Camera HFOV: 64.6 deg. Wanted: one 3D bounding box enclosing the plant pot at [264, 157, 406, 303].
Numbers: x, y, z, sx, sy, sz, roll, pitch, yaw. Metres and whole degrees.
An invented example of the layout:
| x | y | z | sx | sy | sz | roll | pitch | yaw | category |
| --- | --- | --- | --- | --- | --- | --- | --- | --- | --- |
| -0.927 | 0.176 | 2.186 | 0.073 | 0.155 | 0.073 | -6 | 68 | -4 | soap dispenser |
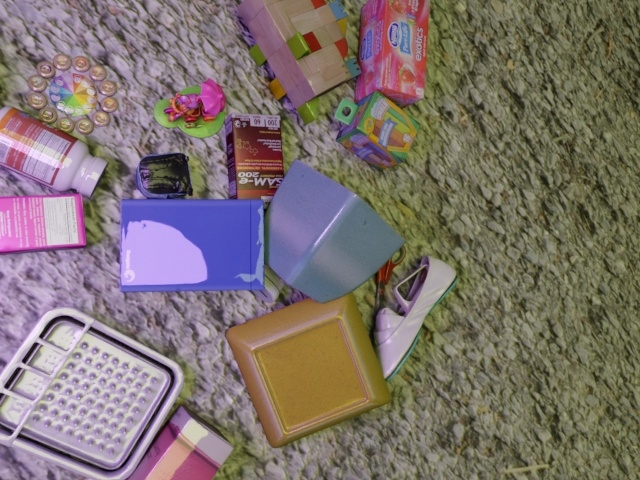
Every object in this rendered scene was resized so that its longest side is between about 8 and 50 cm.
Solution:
| x | y | z | sx | sy | sz | roll | pitch | yaw | category |
| --- | --- | --- | --- | --- | --- | --- | --- | --- | --- |
| 0.000 | 0.000 | 1.221 | 0.252 | 0.248 | 0.247 | -53 | 135 | 1 | plant pot |

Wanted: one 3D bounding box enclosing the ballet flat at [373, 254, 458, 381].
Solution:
| x | y | z | sx | sy | sz | roll | pitch | yaw | category |
| --- | --- | --- | --- | --- | --- | --- | --- | --- | --- |
| 0.233 | 0.199 | 1.404 | 0.139 | 0.139 | 0.400 | 46 | 66 | -15 | ballet flat |

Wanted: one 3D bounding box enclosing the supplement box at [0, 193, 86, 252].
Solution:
| x | y | z | sx | sy | sz | roll | pitch | yaw | category |
| --- | --- | --- | --- | --- | --- | --- | --- | --- | --- |
| -0.602 | -0.030 | 1.035 | 0.220 | 0.111 | 0.113 | -4 | 87 | -26 | supplement box |

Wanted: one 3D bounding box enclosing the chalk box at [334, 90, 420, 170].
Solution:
| x | y | z | sx | sy | sz | roll | pitch | yaw | category |
| --- | --- | --- | --- | --- | --- | --- | --- | --- | --- |
| 0.139 | -0.311 | 1.390 | 0.213 | 0.132 | 0.132 | 30 | 74 | -20 | chalk box |

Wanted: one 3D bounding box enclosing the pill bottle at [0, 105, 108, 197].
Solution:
| x | y | z | sx | sy | sz | roll | pitch | yaw | category |
| --- | --- | --- | --- | --- | --- | --- | --- | --- | --- |
| -0.568 | -0.177 | 1.057 | 0.216 | 0.121 | 0.121 | 27 | 75 | -21 | pill bottle |

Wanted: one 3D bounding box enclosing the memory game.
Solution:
| x | y | z | sx | sy | sz | roll | pitch | yaw | category |
| --- | --- | --- | --- | --- | --- | --- | --- | --- | --- |
| -0.553 | -0.328 | 1.135 | 0.186 | 0.012 | 0.186 | 2 | 85 | -24 | memory game |

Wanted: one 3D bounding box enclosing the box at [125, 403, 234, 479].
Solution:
| x | y | z | sx | sy | sz | roll | pitch | yaw | category |
| --- | --- | --- | --- | --- | --- | --- | --- | --- | --- |
| -0.322 | 0.501 | 1.105 | 0.127 | 0.149 | 0.232 | 42 | 70 | -15 | box |

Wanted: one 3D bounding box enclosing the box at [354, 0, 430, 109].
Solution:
| x | y | z | sx | sy | sz | roll | pitch | yaw | category |
| --- | --- | --- | --- | --- | --- | --- | --- | --- | --- |
| 0.199 | -0.534 | 1.425 | 0.142 | 0.154 | 0.299 | 7 | 84 | -24 | box |

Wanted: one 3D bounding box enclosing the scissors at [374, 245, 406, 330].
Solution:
| x | y | z | sx | sy | sz | roll | pitch | yaw | category |
| --- | --- | --- | --- | --- | --- | --- | --- | --- | --- |
| 0.165 | 0.124 | 1.432 | 0.109 | 0.021 | 0.296 | 27 | 78 | -30 | scissors |

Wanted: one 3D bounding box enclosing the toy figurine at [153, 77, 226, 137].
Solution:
| x | y | z | sx | sy | sz | roll | pitch | yaw | category |
| --- | --- | --- | --- | --- | --- | --- | --- | --- | --- |
| -0.290 | -0.320 | 1.176 | 0.173 | 0.159 | 0.130 | -8 | 89 | -25 | toy figurine |

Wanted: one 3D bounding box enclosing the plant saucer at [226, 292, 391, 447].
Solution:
| x | y | z | sx | sy | sz | roll | pitch | yaw | category |
| --- | --- | --- | --- | --- | --- | --- | --- | --- | --- |
| -0.023 | 0.318 | 1.236 | 0.333 | 0.081 | 0.332 | -21 | 95 | -4 | plant saucer |

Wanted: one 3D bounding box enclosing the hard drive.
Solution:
| x | y | z | sx | sy | sz | roll | pitch | yaw | category |
| --- | --- | --- | --- | --- | --- | --- | --- | --- | --- |
| -0.289 | 0.011 | 1.158 | 0.319 | 0.040 | 0.210 | 0 | 86 | -5 | hard drive |

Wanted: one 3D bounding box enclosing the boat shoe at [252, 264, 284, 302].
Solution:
| x | y | z | sx | sy | sz | roll | pitch | yaw | category |
| --- | --- | --- | --- | --- | --- | --- | --- | --- | --- |
| -0.180 | 0.055 | 1.254 | 0.226 | 0.083 | 0.075 | 51 | 46 | -17 | boat shoe |

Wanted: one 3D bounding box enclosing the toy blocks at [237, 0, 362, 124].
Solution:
| x | y | z | sx | sy | sz | roll | pitch | yaw | category |
| --- | --- | --- | --- | --- | --- | --- | --- | --- | --- |
| -0.026 | -0.534 | 1.325 | 0.261 | 0.191 | 0.381 | -39 | 103 | -34 | toy blocks |

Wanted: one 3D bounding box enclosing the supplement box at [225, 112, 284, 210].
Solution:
| x | y | z | sx | sy | sz | roll | pitch | yaw | category |
| --- | --- | --- | --- | --- | --- | --- | --- | --- | --- |
| -0.164 | -0.192 | 1.273 | 0.130 | 0.073 | 0.239 | -4 | 89 | -26 | supplement box |

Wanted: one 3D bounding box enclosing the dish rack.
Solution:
| x | y | z | sx | sy | sz | roll | pitch | yaw | category |
| --- | --- | --- | --- | --- | --- | --- | --- | --- | --- |
| -0.496 | 0.327 | 1.080 | 0.333 | 0.072 | 0.285 | 35 | 72 | -19 | dish rack |

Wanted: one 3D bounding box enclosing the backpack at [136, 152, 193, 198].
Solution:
| x | y | z | sx | sy | sz | roll | pitch | yaw | category |
| --- | --- | --- | --- | --- | --- | --- | --- | --- | --- |
| -0.365 | -0.146 | 1.169 | 0.114 | 0.084 | 0.104 | -8 | 89 | -30 | backpack |
